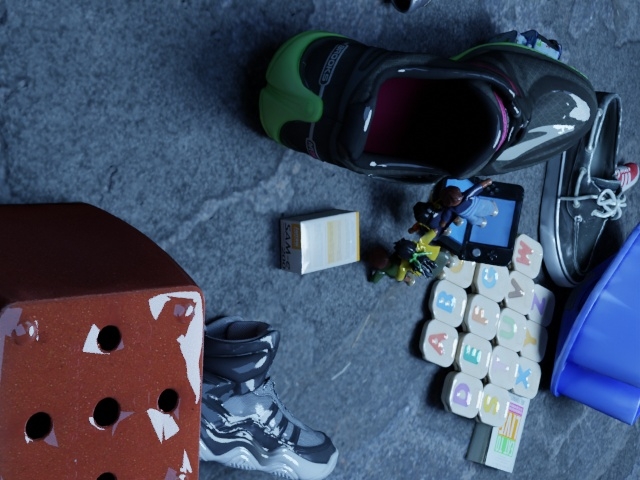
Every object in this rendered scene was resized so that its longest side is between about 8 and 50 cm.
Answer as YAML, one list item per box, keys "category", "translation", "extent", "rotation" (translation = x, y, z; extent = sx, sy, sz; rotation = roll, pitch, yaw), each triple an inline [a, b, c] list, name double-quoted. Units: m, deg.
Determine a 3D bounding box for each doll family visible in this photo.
- category: "doll family"
  translation: [0.139, -0.009, 1.239]
  extent: [0.111, 0.076, 0.193]
  rotation: [24, 104, -50]

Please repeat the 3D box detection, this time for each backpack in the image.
- category: "backpack"
  translation: [0.257, -0.223, 1.350]
  extent: [0.084, 0.105, 0.114]
  rotation: [22, 83, -22]

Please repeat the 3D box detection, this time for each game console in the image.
- category: "game console"
  translation: [0.214, -0.038, 1.348]
  extent: [0.071, 0.107, 0.122]
  rotation: [62, 40, -66]

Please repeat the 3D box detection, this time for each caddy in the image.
- category: "caddy"
  translation: [0.480, 0.118, 1.574]
  extent: [0.341, 0.179, 0.241]
  rotation: [-48, 152, -29]

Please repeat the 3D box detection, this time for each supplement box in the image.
- category: "supplement box"
  translation: [0.000, 0.000, 1.172]
  extent: [0.098, 0.036, 0.062]
  rotation: [-11, 105, -44]

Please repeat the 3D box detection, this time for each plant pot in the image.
- category: "plant pot"
  translation: [-0.238, 0.113, 0.812]
  extent: [0.267, 0.235, 0.267]
  rotation: [-3, 99, -44]

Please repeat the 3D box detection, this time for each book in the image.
- category: "book"
  translation: [0.274, 0.270, 1.501]
  extent: [0.096, 0.035, 0.144]
  rotation: [27, 75, -46]

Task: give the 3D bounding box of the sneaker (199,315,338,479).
- category: "sneaker"
  translation: [-0.063, 0.170, 1.090]
  extent: [0.268, 0.101, 0.153]
  rotation: [23, 83, -42]

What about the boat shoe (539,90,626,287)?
- category: "boat shoe"
  translation: [0.414, -0.075, 1.526]
  extent: [0.113, 0.104, 0.307]
  rotation: [1, 96, -45]

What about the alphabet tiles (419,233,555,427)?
- category: "alphabet tiles"
  translation: [0.250, 0.119, 1.433]
  extent: [0.278, 0.021, 0.284]
  rotation: [25, 74, -40]

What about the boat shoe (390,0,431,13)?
- category: "boat shoe"
  translation: [0.091, -0.366, 1.177]
  extent: [0.065, 0.075, 0.206]
  rotation: [-46, 131, -34]

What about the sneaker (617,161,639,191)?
- category: "sneaker"
  translation: [0.483, -0.113, 1.634]
  extent: [0.118, 0.042, 0.067]
  rotation: [-39, 126, -32]

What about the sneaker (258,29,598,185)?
- category: "sneaker"
  translation: [0.160, -0.130, 1.157]
  extent: [0.482, 0.202, 0.185]
  rotation: [-6, 120, -36]
